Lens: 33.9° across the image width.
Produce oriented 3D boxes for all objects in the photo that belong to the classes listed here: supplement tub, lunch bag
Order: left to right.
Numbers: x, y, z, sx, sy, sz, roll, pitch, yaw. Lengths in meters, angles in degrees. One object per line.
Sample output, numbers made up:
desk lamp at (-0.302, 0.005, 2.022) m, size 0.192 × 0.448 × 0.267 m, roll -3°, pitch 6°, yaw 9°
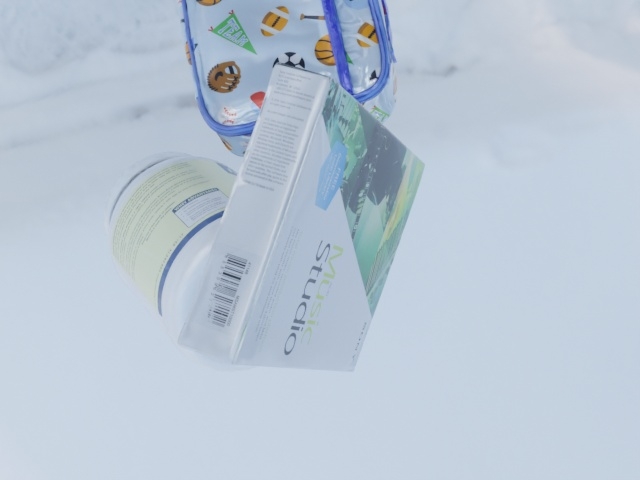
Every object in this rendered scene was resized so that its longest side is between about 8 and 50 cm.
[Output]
supplement tub at (-0.165, 0.017, 1.509) m, size 0.235 × 0.325 × 0.235 m, roll -14°, pitch 120°, yaw -26°
lunch bag at (-0.035, -0.258, 1.207) m, size 0.243 × 0.303 × 0.115 m, roll -14°, pitch 161°, yaw 10°

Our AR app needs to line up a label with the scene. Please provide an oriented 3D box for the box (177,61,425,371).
box at (0.000, 0.000, 0.938) m, size 0.232 × 0.058 × 0.322 m, roll -71°, pitch 161°, yaw -1°
